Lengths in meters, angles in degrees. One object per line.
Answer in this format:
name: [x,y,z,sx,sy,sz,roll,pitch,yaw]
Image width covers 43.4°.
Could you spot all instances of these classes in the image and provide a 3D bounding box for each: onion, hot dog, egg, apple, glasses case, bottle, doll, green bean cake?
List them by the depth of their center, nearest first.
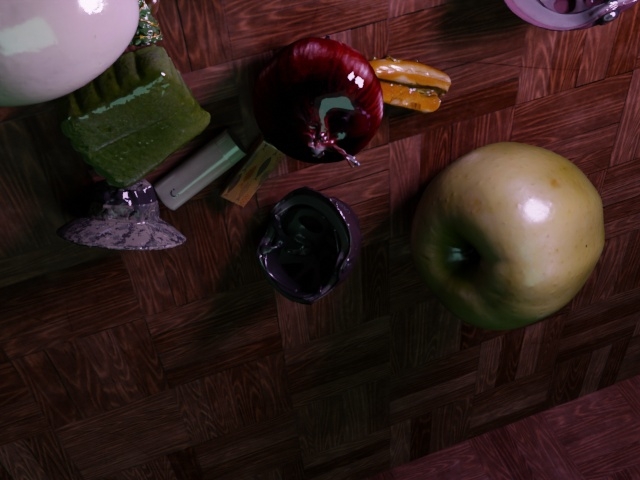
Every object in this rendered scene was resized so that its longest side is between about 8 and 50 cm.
egg: [-0.452,-0.349,1.220,0.345,0.283,0.283,-13,138,-11]
doll: [-0.318,-0.390,1.407,0.078,0.076,0.113,-8,136,-8]
green bean cake: [-0.349,-0.236,1.520,0.248,0.125,0.222,-26,141,4]
onion: [-0.006,-0.248,1.582,0.273,0.285,0.273,1,142,1]
bottle: [-0.253,-0.150,1.697,0.201,0.072,0.072,-36,139,11]
hot dog: [0.174,-0.339,1.728,0.269,0.072,0.109,7,127,-35]
glasses case: [-0.151,-0.154,1.772,0.064,0.041,0.170,26,119,-30]
apple: [0.455,-0.018,1.945,0.473,0.473,0.473,-15,138,-14]

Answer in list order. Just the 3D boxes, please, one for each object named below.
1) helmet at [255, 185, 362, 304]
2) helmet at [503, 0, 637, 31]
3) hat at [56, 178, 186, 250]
helmet: [0.000,0.000,1.891,0.177,0.225,0.305,-20,151,-54]
helmet: [0.518,-0.543,1.577,0.338,0.271,0.197,-40,168,15]
hat: [-0.403,-0.064,1.643,0.265,0.265,0.128,-2,102,-26]
